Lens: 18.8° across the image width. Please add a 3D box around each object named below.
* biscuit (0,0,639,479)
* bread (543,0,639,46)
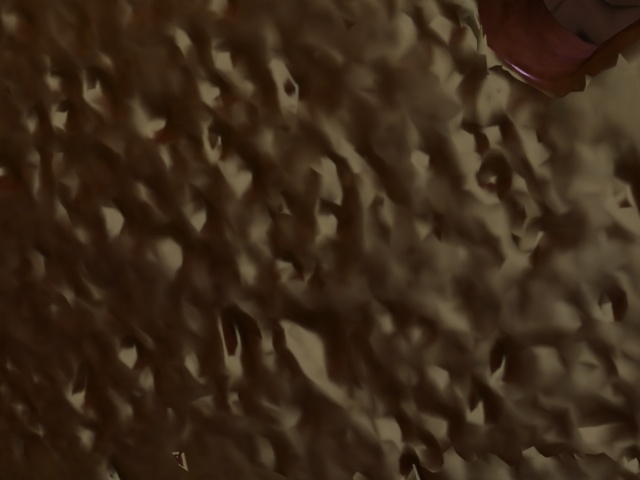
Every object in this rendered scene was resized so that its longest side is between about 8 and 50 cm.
[{"bbox_3d":[0.001,-0.001,0.507,0.432,0.064,0.283,4,115,33],"label":"biscuit"},{"bbox_3d":[0.010,0.012,0.613,0.315,0.279,0.248,14,127,63],"label":"bread"}]
